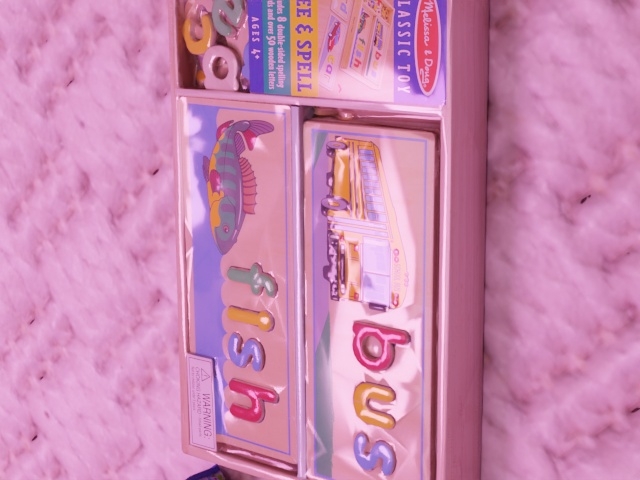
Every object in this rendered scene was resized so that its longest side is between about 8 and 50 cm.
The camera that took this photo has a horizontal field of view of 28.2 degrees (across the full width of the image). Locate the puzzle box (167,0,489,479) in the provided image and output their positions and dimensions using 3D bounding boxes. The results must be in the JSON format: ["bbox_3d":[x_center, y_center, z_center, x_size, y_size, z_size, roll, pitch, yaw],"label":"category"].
[{"bbox_3d":[0.000,0.000,0.981,0.272,0.052,0.408,8,105,37],"label":"puzzle box"}]

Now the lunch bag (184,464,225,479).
[{"bbox_3d":[-0.131,0.289,1.126,0.151,0.096,0.128,-34,79,29],"label":"lunch bag"}]
